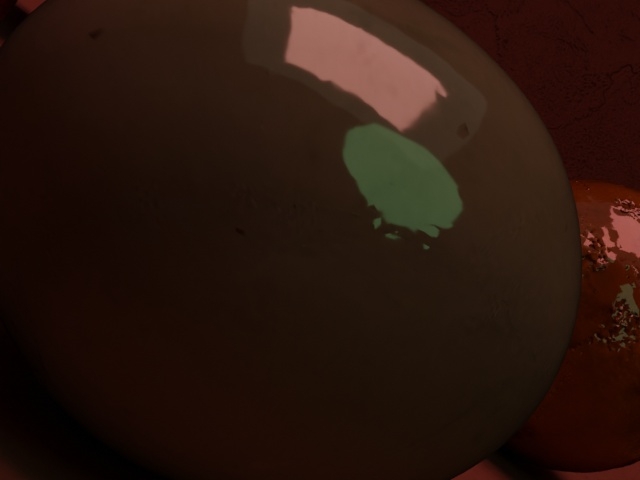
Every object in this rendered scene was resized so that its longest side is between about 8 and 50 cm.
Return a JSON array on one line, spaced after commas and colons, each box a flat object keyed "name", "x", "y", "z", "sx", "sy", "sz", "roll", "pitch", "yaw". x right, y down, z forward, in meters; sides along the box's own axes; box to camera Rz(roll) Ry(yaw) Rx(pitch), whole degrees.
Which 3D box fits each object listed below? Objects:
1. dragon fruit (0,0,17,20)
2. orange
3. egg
[{"name": "dragon fruit", "x": -0.255, "y": -0.193, "z": 0.911, "sx": 0.121, "sy": 0.130, "sz": 0.142, "roll": -8, "pitch": -84, "yaw": 58}, {"name": "orange", "x": 0.205, "y": 0.068, "z": 1.150, "sx": 0.240, "sy": 0.240, "sz": 0.240, "roll": 38, "pitch": 8, "yaw": -6}, {"name": "egg", "x": -0.016, "y": -0.003, "z": 0.578, "sx": 0.269, "sy": 0.219, "sz": 0.219, "roll": 32, "pitch": 10, "yaw": -24}]
